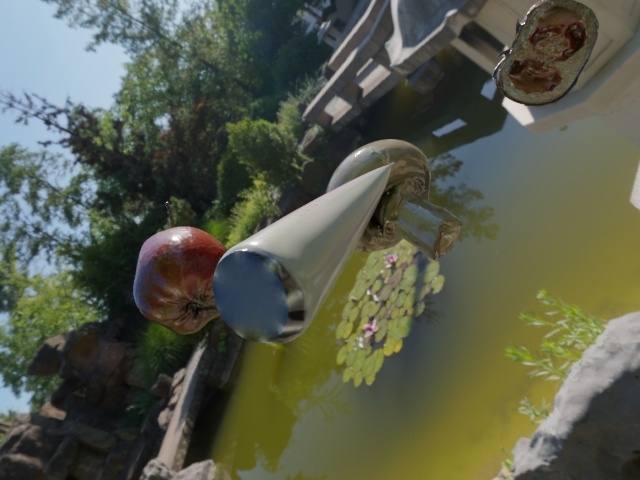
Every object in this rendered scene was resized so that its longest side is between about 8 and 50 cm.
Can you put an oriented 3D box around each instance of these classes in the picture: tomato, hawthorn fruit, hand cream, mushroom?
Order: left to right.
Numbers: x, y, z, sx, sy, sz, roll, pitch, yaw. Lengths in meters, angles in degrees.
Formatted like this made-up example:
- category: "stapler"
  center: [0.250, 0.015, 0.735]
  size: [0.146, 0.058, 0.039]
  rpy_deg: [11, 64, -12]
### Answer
- category: "hawthorn fruit"
  center: [-0.219, 0.040, 0.639]
  size: [0.162, 0.163, 0.203]
  rpy_deg: [-58, 41, 17]
- category: "hand cream"
  center: [0.000, 0.000, 0.559]
  size: [0.185, 0.118, 0.359]
  rpy_deg: [-50, -4, 34]
- category: "mushroom"
  center: [0.166, -0.067, 0.930]
  size: [0.290, 0.293, 0.292]
  rpy_deg: [47, 113, 39]
- category: "tomato"
  center: [0.496, -0.427, 0.916]
  size: [0.155, 0.181, 0.214]
  rpy_deg: [-61, -5, -52]
